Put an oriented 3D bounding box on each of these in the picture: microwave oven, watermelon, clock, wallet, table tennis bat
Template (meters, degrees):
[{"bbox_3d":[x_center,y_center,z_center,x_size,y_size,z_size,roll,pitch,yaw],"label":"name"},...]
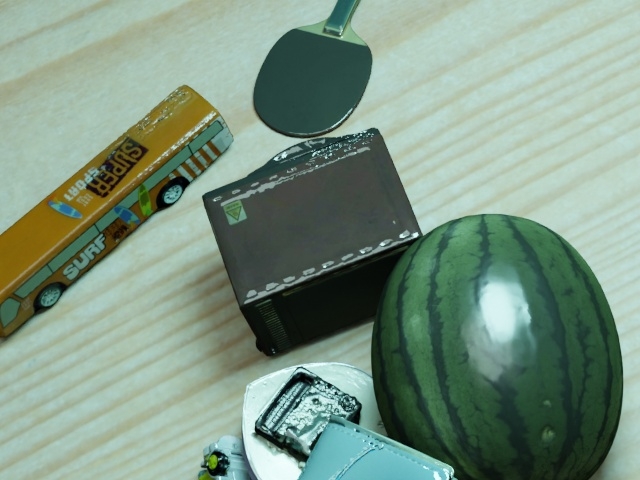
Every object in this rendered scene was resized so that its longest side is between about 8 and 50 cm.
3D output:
[{"bbox_3d":[0.000,0.000,1.954,0.247,0.178,0.188,-22,59,0],"label":"microwave oven"},{"bbox_3d":[0.195,0.146,1.776,0.279,0.279,0.359,-12,66,5],"label":"watermelon"},{"bbox_3d":[-0.015,0.214,1.875,0.172,0.064,0.198,32,58,12],"label":"clock"},{"bbox_3d":[0.023,0.321,1.651,0.176,0.075,0.250,21,72,28],"label":"wallet"},{"bbox_3d":[0.007,-0.258,2.187,0.154,0.021,0.274,17,69,20],"label":"table tennis bat"}]

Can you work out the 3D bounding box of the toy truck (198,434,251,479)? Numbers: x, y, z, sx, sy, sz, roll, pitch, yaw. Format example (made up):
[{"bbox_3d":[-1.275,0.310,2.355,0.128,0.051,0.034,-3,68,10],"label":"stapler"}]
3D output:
[{"bbox_3d":[-0.112,0.288,1.888,0.077,0.076,0.111,-37,51,36],"label":"toy truck"}]

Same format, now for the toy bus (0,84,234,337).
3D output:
[{"bbox_3d":[-0.291,-0.040,2.088,0.409,0.092,0.093,-42,59,-13],"label":"toy bus"}]
